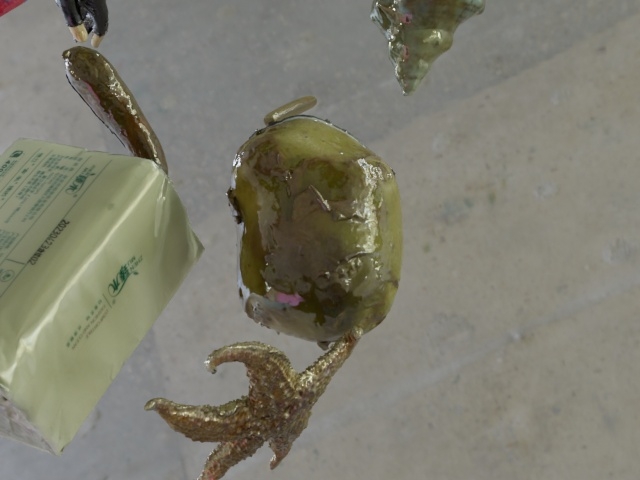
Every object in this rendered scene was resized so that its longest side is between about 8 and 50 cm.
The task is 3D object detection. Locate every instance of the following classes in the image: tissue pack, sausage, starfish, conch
[{"bbox_3d":[-0.380,0.062,1.446,0.297,0.207,0.380,12,53,32],"label":"tissue pack"},{"bbox_3d":[-0.045,-0.203,1.674,0.024,0.024,0.132,9,26,30],"label":"sausage"},{"bbox_3d":[-0.077,0.215,1.300,0.299,0.302,0.060,-20,52,-30],"label":"starfish"},{"bbox_3d":[0.116,-0.349,1.148,0.203,0.386,0.169,10,15,40],"label":"conch"}]

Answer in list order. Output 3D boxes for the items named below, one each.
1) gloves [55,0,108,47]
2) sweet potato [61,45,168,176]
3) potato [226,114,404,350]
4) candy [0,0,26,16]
[{"bbox_3d":[-0.435,-0.442,2.011,0.106,0.181,0.129,-29,45,-7],"label":"gloves"},{"bbox_3d":[-0.321,-0.198,1.745,0.075,0.273,0.075,-31,15,9],"label":"sweet potato"},{"bbox_3d":[0.000,0.000,1.432,0.246,0.300,0.196,-13,26,-1],"label":"potato"},{"bbox_3d":[-0.417,-0.252,1.046,0.100,0.157,0.306,-11,25,33],"label":"candy"}]
